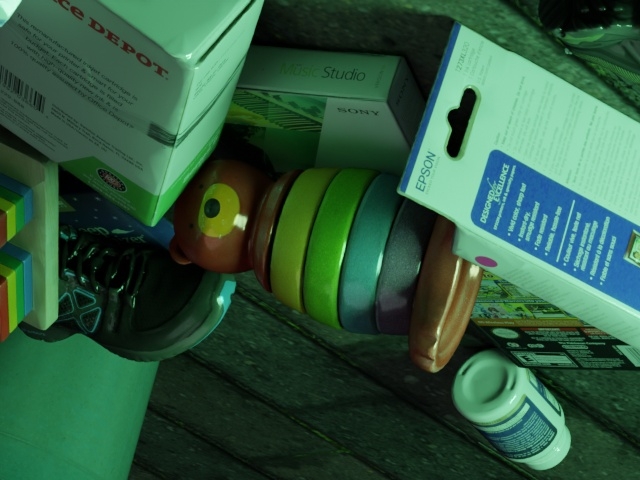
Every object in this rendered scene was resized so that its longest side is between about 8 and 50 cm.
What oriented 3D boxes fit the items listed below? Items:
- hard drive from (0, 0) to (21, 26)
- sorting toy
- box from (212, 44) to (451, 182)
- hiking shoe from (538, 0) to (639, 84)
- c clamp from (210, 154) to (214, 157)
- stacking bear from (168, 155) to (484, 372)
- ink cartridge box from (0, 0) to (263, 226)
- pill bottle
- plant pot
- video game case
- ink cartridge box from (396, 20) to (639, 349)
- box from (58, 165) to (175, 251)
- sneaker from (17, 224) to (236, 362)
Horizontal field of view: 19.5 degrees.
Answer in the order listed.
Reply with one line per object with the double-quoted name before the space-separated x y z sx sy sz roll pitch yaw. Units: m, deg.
"hard drive" -0.389 -0.283 1.510 0.210 0.040 0.319 37 179 -40
"sorting toy" -0.416 -0.026 2.033 0.255 0.089 0.257 25 137 17
"box" 0.012 -0.078 1.816 0.232 0.058 0.322 7 152 25
"hiking shoe" 0.288 -0.161 1.441 0.227 0.086 0.114 14 169 24
"c clamp" -0.133 -0.064 1.999 0.137 0.022 0.160 26 157 -4
"stacking bear" 0.000 0.000 1.730 0.289 0.175 0.164 15 -178 14
"ink cartridge box" -0.178 -0.169 1.605 0.211 0.121 0.289 36 152 5
"pill bottle" 0.231 0.205 2.202 0.094 0.094 0.169 0 149 35
"plant pot" -0.365 0.219 2.372 0.341 0.334 0.341 16 155 8
"video game case" 0.265 0.067 1.963 0.275 0.035 0.248 -2 148 40
"ink cartridge box" 0.234 -0.027 1.619 0.371 0.175 0.069 28 155 -19
"box" -0.247 -0.025 2.140 0.136 0.036 0.225 -3 146 39
"sneaker" -0.253 0.053 2.113 0.341 0.125 0.139 -2 144 34
